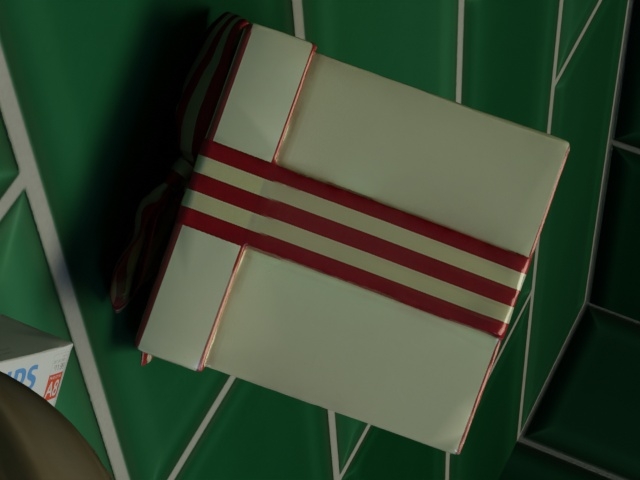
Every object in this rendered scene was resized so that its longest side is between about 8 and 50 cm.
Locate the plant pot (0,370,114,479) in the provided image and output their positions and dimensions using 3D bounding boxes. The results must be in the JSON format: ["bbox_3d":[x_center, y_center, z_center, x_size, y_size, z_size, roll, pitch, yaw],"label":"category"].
[{"bbox_3d":[-0.259,0.146,0.570,0.280,0.323,0.323,40,71,-54],"label":"plant pot"}]

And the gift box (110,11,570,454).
[{"bbox_3d":[0.000,0.000,1.214,0.276,0.258,0.255,155,-45,-86],"label":"gift box"}]

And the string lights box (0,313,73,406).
[{"bbox_3d":[-0.236,0.172,0.973,0.133,0.076,0.260,-11,120,-69],"label":"string lights box"}]
